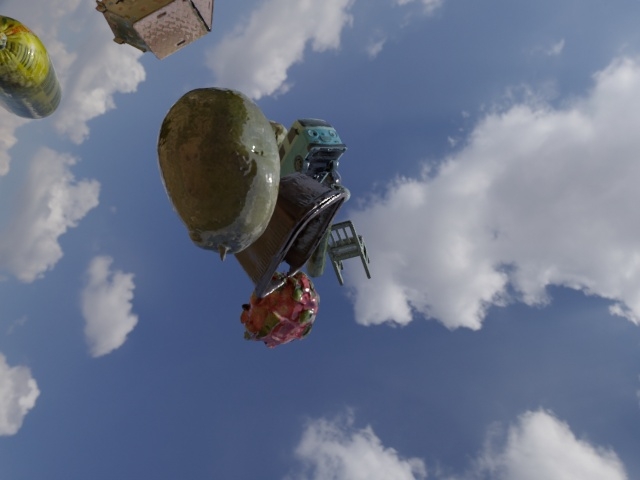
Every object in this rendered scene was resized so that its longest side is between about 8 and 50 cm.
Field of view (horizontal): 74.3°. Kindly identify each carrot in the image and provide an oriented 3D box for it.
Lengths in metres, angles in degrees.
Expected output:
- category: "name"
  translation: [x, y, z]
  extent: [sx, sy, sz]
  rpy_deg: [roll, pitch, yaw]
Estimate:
- category: "carrot"
  translation: [0.000, 0.000, 1.481]
  extent: [0.359, 0.074, 0.074]
  rpy_deg: [101, -24, -43]

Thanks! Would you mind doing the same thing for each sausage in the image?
- category: "sausage"
  translation: [-0.550, -0.303, 0.767]
  extent: [0.347, 0.123, 0.123]
  rpy_deg: [4, -113, 64]

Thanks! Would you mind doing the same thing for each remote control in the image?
- category: "remote control"
  translation: [-0.010, -0.300, 1.519]
  extent: [0.066, 0.266, 0.090]
  rpy_deg: [-38, -171, -33]

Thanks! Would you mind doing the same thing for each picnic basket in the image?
- category: "picnic basket"
  translation: [-0.079, -0.026, 0.957]
  extent: [0.129, 0.222, 0.297]
  rpy_deg: [42, -48, 11]

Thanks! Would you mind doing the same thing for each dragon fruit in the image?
- category: "dragon fruit"
  translation: [-0.140, 0.230, 1.406]
  extent: [0.303, 0.231, 0.237]
  rpy_deg: [-51, -138, 31]

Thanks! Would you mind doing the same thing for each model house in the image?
- category: "model house"
  translation: [-0.402, -0.647, 1.148]
  extent: [0.244, 0.169, 0.326]
  rpy_deg: [28, -103, 22]

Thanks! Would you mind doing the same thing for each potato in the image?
- category: "potato"
  translation: [-0.147, -0.094, 0.619]
  extent: [0.174, 0.159, 0.252]
  rpy_deg: [-17, -103, 40]

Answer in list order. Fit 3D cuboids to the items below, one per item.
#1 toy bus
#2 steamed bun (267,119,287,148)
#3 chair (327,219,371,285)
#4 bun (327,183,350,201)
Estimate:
- category: "toy bus"
  translation: [-0.052, -0.243, 1.261]
  extent: [0.271, 0.133, 0.165]
  rpy_deg: [-48, -123, 50]
- category: "steamed bun"
  translation: [-0.262, -0.424, 1.924]
  extent: [0.276, 0.203, 0.289]
  rpy_deg: [-15, -109, 54]
- category: "chair"
  translation: [0.100, 0.023, 1.665]
  extent: [0.136, 0.271, 0.147]
  rpy_deg: [-16, -154, 13]
- category: "bun"
  translation: [0.048, -0.142, 1.272]
  extent: [0.083, 0.045, 0.083]
  rpy_deg: [0, -141, 0]
